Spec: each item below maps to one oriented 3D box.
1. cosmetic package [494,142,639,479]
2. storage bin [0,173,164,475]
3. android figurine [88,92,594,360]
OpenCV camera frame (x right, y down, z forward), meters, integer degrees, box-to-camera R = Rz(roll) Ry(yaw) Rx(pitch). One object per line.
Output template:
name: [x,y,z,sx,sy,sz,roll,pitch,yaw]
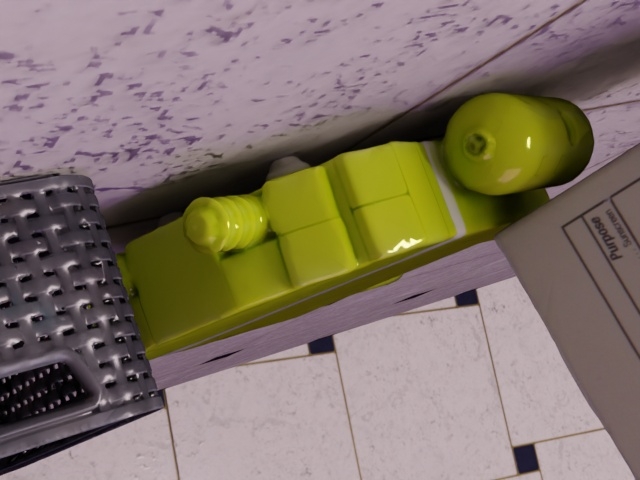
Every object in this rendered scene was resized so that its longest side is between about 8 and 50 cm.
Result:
cosmetic package: [0.243,-0.018,0.455,0.296,0.153,0.129,-33,168,23]
storage bin: [-0.151,0.050,0.397,0.122,0.084,0.180,-14,172,-38]
android figurine: [0.000,0.000,0.520,0.248,0.056,0.273,-24,172,31]
